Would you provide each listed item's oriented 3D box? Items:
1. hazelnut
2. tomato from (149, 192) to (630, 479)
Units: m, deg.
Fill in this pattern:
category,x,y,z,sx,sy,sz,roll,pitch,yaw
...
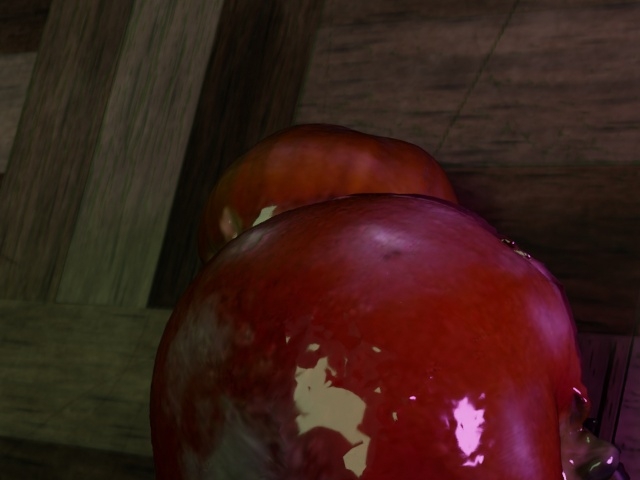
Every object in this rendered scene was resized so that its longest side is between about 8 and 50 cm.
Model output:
category,x,y,z,sx,sy,sz,roll,pitch,yaw
hazelnut,0.000,0.000,1.275,0.182,0.182,0.182,-19,60,37
tomato,0.013,0.152,1.106,0.290,0.176,0.334,-11,98,33
